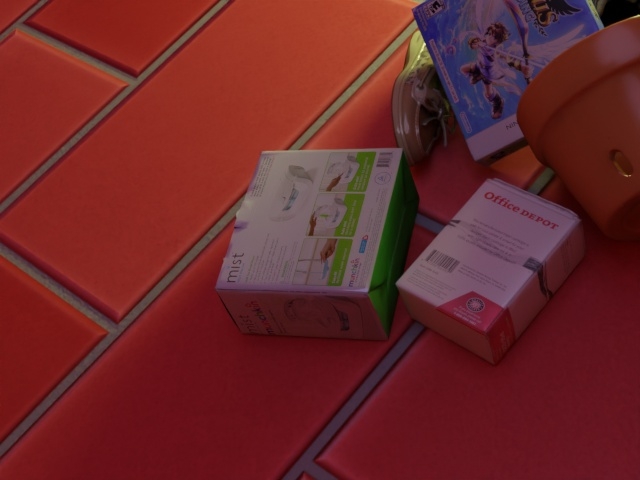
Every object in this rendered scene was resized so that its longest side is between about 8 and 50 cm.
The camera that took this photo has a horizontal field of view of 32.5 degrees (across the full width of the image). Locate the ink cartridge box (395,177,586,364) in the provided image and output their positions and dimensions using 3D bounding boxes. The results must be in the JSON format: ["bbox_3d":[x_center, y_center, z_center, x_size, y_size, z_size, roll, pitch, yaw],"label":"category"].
[{"bbox_3d":[0.234,0.037,1.493,0.158,0.092,0.218,29,68,36],"label":"ink cartridge box"}]

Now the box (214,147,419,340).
[{"bbox_3d":[0.000,0.000,1.586,0.231,0.127,0.262,-1,52,21],"label":"box"}]

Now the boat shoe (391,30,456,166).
[{"bbox_3d":[0.174,-0.234,1.729,0.089,0.105,0.285,-3,51,22],"label":"boat shoe"}]

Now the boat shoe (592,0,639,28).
[{"bbox_3d":[0.448,-0.342,1.663,0.102,0.092,0.285,-20,47,4],"label":"boat shoe"}]

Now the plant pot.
[{"bbox_3d":[0.432,-0.134,1.455,0.290,0.291,0.204,-20,64,4],"label":"plant pot"}]

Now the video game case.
[{"bbox_3d":[0.293,-0.284,1.628,0.244,0.061,0.270,-27,75,23],"label":"video game case"}]
